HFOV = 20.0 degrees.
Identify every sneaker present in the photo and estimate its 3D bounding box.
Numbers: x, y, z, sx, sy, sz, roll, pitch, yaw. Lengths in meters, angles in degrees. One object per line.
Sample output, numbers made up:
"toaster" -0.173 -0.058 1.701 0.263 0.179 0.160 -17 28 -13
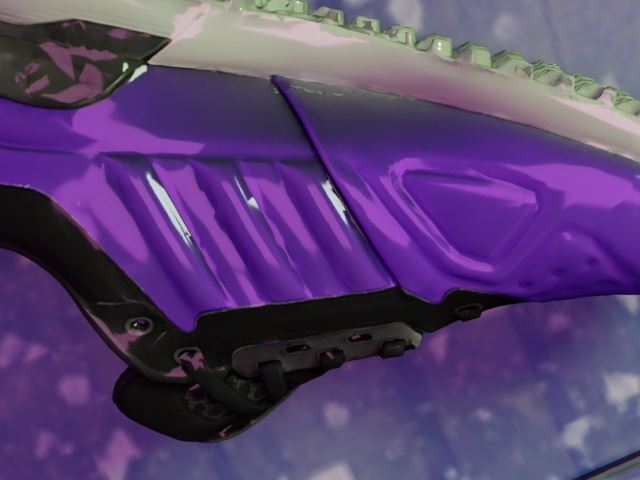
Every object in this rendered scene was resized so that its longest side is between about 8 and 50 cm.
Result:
"sneaker" 0.000 0.000 0.584 0.293 0.102 0.146 15 99 3
